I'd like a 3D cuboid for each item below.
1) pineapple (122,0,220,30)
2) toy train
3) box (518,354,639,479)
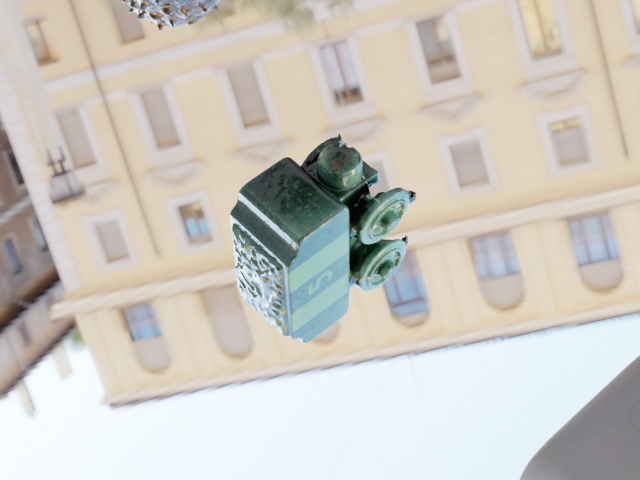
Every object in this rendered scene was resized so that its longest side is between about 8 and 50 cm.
[{"bbox_3d":[-0.161,-0.259,1.101,0.125,0.125,0.251,-13,169,12],"label":"pineapple"},{"bbox_3d":[0.000,0.000,1.831,0.238,0.299,0.167,-36,-120,-22],"label":"toy train"},{"bbox_3d":[0.359,0.228,1.126,0.288,0.141,0.349,-37,-142,-21],"label":"box"}]
